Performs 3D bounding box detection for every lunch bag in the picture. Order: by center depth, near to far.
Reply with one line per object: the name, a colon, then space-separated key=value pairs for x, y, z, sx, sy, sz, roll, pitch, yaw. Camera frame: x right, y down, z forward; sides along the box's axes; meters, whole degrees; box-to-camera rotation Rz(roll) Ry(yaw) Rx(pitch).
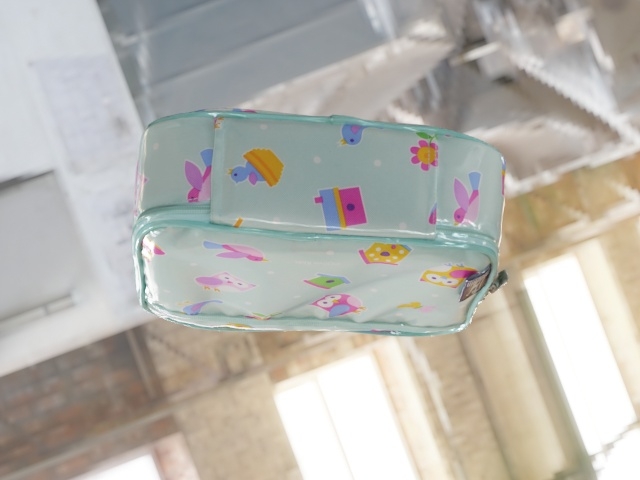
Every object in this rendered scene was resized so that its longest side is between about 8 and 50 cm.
lunch bag: x=0.000 y=0.000 z=1.281 sx=0.279 sy=0.107 sz=0.224 roll=5 pitch=155 yaw=-4
